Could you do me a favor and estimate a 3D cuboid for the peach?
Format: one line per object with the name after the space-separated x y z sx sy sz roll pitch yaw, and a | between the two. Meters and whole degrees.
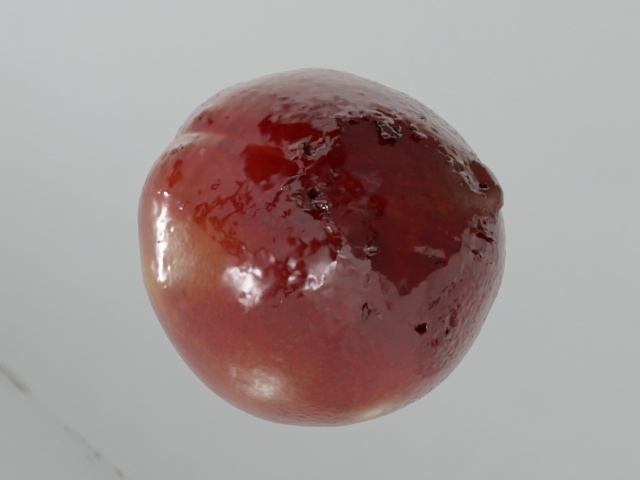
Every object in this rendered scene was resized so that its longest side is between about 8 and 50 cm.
0.000 0.000 1.163 0.370 0.370 0.370 38 -155 -21 | peach
